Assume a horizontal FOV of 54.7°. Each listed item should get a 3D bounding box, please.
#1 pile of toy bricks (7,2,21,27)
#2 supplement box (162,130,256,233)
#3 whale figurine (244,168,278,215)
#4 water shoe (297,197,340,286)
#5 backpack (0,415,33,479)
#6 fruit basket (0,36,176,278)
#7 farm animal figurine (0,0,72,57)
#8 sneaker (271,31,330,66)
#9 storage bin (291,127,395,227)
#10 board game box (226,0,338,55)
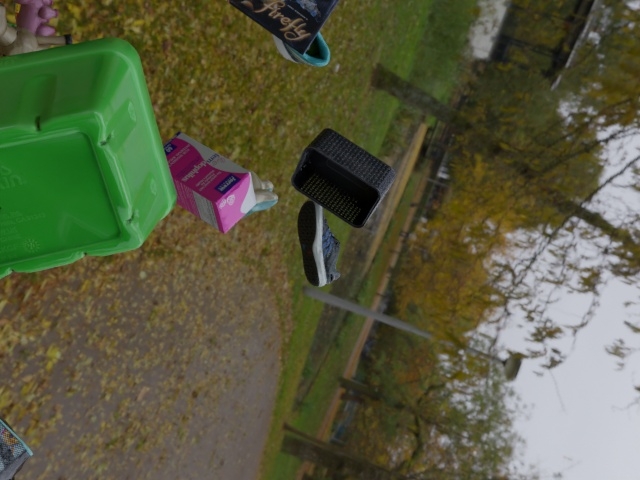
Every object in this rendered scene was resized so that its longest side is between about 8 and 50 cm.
[{"bbox_3d":[-0.577,-0.353,1.129,0.105,0.118,0.212,-111,-144,-56],"label":"pile of toy bricks"},{"bbox_3d":[-0.263,-0.130,1.368,0.111,0.220,0.114,-47,155,-27],"label":"supplement box"},{"bbox_3d":[-0.225,-0.111,1.729,0.216,0.272,0.141,-16,115,-33],"label":"whale figurine"},{"bbox_3d":[0.000,0.000,1.382,0.080,0.073,0.203,-16,111,-39],"label":"water shoe"},{"bbox_3d":[-0.369,0.158,0.515,0.144,0.165,0.188,-46,121,-56],"label":"backpack"},{"bbox_3d":[-0.385,-0.096,0.801,0.392,0.391,0.283,-57,145,-53],"label":"fruit basket"},{"bbox_3d":[-0.456,-0.403,0.920,0.172,0.326,0.331,-10,98,-38],"label":"farm animal figurine"},{"bbox_3d":[-0.059,-0.443,1.183,0.107,0.110,0.275,-47,139,-3],"label":"sneaker"},{"bbox_3d":[0.046,-0.126,1.259,0.084,0.180,0.122,-54,175,-44],"label":"storage bin"},{"bbox_3d":[-0.082,-0.437,0.986,0.165,0.243,0.042,-51,-166,30],"label":"board game box"}]
